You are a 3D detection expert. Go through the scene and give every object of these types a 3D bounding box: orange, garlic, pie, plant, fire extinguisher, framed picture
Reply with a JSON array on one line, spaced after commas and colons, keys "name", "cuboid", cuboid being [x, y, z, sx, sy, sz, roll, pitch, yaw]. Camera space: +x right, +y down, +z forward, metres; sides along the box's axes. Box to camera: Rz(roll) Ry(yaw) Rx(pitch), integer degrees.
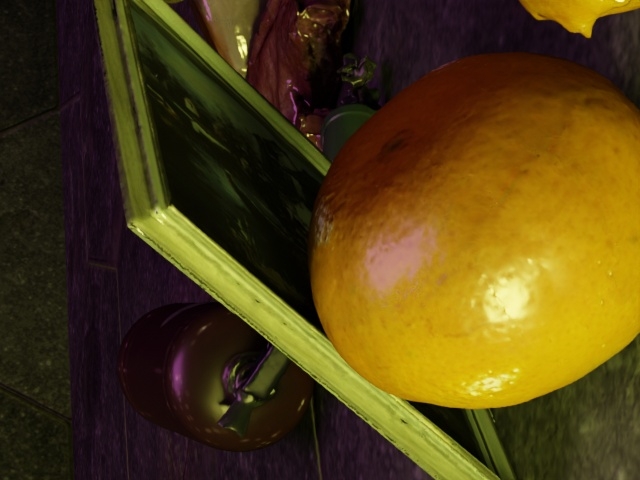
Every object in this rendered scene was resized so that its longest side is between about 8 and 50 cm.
[{"name": "orange", "cuboid": [0.070, -0.002, 0.604, 0.156, 0.124, 0.156, -36, 27, 22]}, {"name": "garlic", "cuboid": [-0.076, -0.198, 1.241, 0.198, 0.090, 0.128, -135, 36, -62]}, {"name": "pie", "cuboid": [-0.016, -0.083, 1.066, 0.204, 0.054, 0.218, 113, 154, -51]}, {"name": "plant", "cuboid": [0.025, -0.075, 0.942, 0.051, 0.051, 0.102, 111, 168, -50]}, {"name": "fire extinguisher", "cuboid": [-0.077, 0.096, 1.168, 0.135, 0.114, 0.337, -63, 13, -9]}, {"name": "framed picture", "cuboid": [0.000, 0.000, 0.715, 0.019, 0.296, 0.232, -36, 39, 15]}]

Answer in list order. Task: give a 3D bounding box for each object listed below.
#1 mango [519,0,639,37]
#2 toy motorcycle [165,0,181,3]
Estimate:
[{"name": "mango", "cuboid": [0.110, -0.133, 0.593, 0.127, 0.077, 0.063, -87, -15, -51]}, {"name": "toy motorcycle", "cuboid": [-0.118, -0.286, 1.395, 0.229, 0.094, 0.130, 22, 114, 59]}]
